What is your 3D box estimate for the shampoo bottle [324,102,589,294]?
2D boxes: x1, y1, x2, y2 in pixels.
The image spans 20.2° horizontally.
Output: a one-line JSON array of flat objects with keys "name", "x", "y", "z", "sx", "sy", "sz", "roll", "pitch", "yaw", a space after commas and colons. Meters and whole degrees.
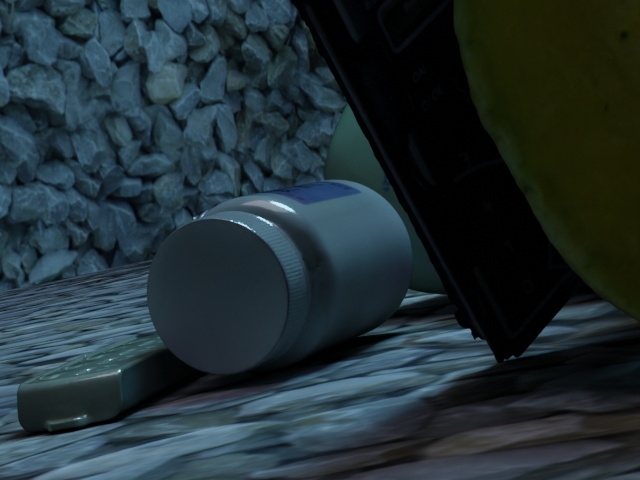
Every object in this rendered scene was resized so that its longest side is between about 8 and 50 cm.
[{"name": "shampoo bottle", "x": 0.175, "y": -0.057, "z": 1.188, "sx": 0.349, "sy": 0.151, "sz": 0.222, "roll": 3, "pitch": 47, "yaw": 47}]

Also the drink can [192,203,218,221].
[{"name": "drink can", "x": 0.000, "y": 0.000, "z": 1.581, "sx": 0.235, "sy": 0.097, "sz": 0.097, "roll": -9, "pitch": 3, "yaw": 36}]

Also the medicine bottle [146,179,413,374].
[{"name": "medicine bottle", "x": -0.021, "y": 0.021, "z": 1.065, "sx": 0.102, "sy": 0.103, "sz": 0.186, "roll": -9, "pitch": 2, "yaw": 24}]

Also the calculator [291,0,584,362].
[{"name": "calculator", "x": 0.086, "y": -0.080, "z": 0.826, "sx": 0.166, "sy": 0.274, "sz": 0.028, "roll": -45, "pitch": 41, "yaw": -17}]

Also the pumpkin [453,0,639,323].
[{"name": "pumpkin", "x": 0.238, "y": -0.107, "z": 0.730, "sx": 0.332, "sy": 0.332, "sz": 0.199, "roll": -9, "pitch": -11, "yaw": 35}]

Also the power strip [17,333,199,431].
[{"name": "power strip", "x": -0.107, "y": 0.075, "z": 1.051, "sx": 0.060, "sy": 0.027, "sz": 0.252, "roll": -10, "pitch": 3, "yaw": 13}]
